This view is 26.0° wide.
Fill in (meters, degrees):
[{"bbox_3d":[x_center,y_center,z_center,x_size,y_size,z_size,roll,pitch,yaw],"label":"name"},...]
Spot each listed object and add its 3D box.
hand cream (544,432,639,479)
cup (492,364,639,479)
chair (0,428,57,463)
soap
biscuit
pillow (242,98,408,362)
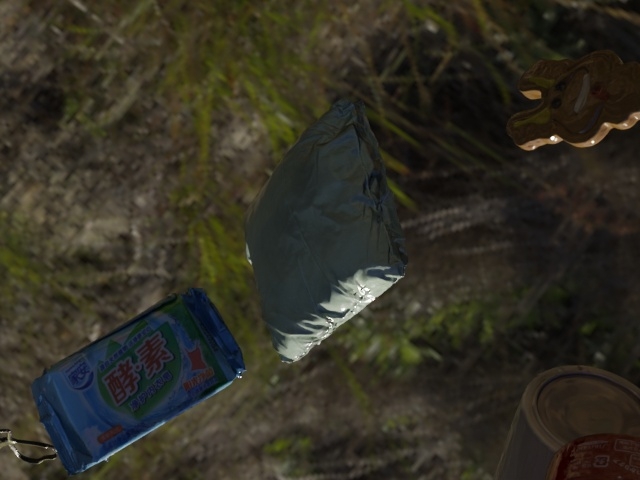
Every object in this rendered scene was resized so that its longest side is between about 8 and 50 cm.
[{"bbox_3d":[0.337,0.318,1.560,0.193,0.193,0.125,95,15,-47],"label":"hand cream"},{"bbox_3d":[0.337,0.353,1.909,0.288,0.208,0.273,-56,161,-50],"label":"cup"},{"bbox_3d":[-0.543,0.392,1.980,0.325,0.170,0.160,-20,147,21],"label":"chair"},{"bbox_3d":[-0.251,0.188,1.917,0.293,0.156,0.077,-31,-179,-26],"label":"soap"},{"bbox_3d":[0.442,-0.243,2.362,0.044,0.295,0.186,28,68,-38],"label":"biscuit"},{"bbox_3d":[0.000,0.000,1.942,0.138,0.283,0.310,7,142,-35],"label":"pillow"}]
